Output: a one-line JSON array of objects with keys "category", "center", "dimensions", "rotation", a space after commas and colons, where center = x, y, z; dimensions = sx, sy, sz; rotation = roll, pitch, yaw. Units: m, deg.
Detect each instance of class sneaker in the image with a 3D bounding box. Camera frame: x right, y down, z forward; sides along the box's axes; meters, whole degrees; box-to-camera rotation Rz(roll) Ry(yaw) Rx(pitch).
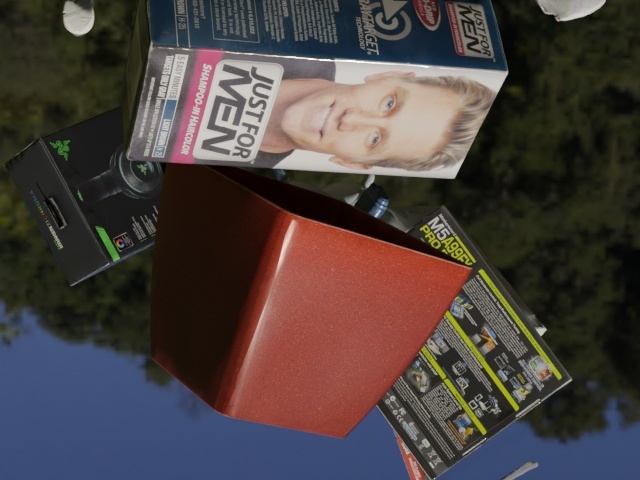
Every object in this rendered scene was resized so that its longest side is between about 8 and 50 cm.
[{"category": "sneaker", "center": [-0.366, -0.382, 2.197], "dimensions": [0.061, 0.158, 0.065], "rotation": [8, 171, -9]}]

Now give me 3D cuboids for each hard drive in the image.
[{"category": "hard drive", "center": [0.249, 0.061, 2.587], "dimensions": [0.203, 0.040, 0.307], "rotation": [-2, -132, -51]}]

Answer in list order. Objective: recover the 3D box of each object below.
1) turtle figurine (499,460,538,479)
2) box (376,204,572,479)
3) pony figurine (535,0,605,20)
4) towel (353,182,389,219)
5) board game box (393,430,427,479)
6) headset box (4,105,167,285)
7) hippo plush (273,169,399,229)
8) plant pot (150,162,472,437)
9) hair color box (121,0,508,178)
[{"category": "turtle figurine", "center": [0.194, 0.400, 1.824], "dimensions": [0.266, 0.274, 0.198], "rotation": [2, -125, -41]}, {"category": "box", "center": [0.144, 0.126, 1.801], "dimensions": [0.216, 0.270, 0.060], "rotation": [-36, 174, -2]}, {"category": "pony figurine", "center": [0.349, -0.464, 2.143], "dimensions": [0.351, 0.302, 0.363], "rotation": [-12, -178, -34]}, {"category": "towel", "center": [0.058, -0.026, 2.162], "dimensions": [0.029, 0.119, 0.067], "rotation": [31, -164, -23]}, {"category": "board game box", "center": [0.155, 0.303, 2.508], "dimensions": [0.027, 0.145, 0.281], "rotation": [-19, -170, 10]}, {"category": "headset box", "center": [-0.375, -0.088, 2.536], "dimensions": [0.131, 0.246, 0.283], "rotation": [-26, -179, 45]}, {"category": "hippo plush", "center": [0.000, 0.000, 2.380], "dimensions": [0.294, 0.234, 0.236], "rotation": [46, -156, 14]}, {"category": "plant pot", "center": [-0.043, 0.070, 1.618], "dimensions": [0.267, 0.235, 0.267], "rotation": [17, -173, -37]}, {"category": "hair color box", "center": [-0.011, -0.159, 1.427], "dimensions": [0.347, 0.174, 0.105], "rotation": [2, -125, -15]}]
